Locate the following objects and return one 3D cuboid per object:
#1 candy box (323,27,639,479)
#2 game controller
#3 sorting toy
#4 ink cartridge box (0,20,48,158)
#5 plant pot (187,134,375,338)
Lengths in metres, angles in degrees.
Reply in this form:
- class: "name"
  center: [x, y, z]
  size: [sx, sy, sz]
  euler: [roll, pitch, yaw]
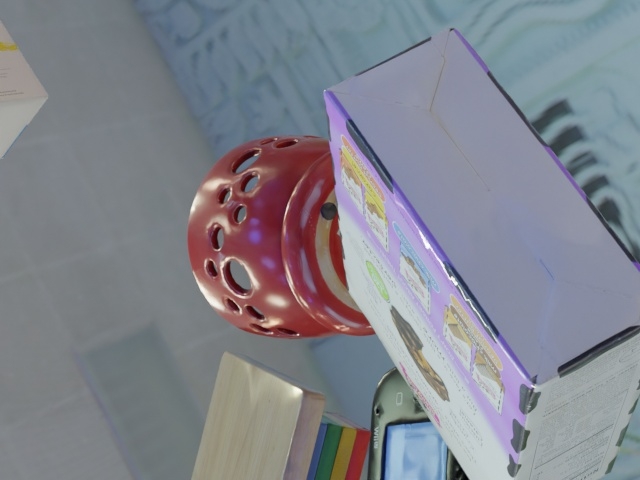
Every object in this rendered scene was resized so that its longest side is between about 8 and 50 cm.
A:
- class: "candy box"
  center: [0.075, 0.027, 0.641]
  size: [0.165, 0.070, 0.196]
  euler: [57, 168, 26]
- class: "game controller"
  center: [0.113, 0.293, 1.527]
  size: [0.067, 0.166, 0.319]
  euler: [22, -114, -45]
- class: "sorting toy"
  center: [-0.051, 0.260, 1.353]
  size: [0.089, 0.255, 0.257]
  euler: [14, -91, -21]
- class: "ink cartridge box"
  center: [-0.326, -0.149, 1.191]
  size: [0.090, 0.092, 0.143]
  euler: [-17, -113, -51]
- class: "plant pot"
  center: [0.000, 0.000, 1.228]
  size: [0.191, 0.174, 0.191]
  euler: [-3, -85, -33]
